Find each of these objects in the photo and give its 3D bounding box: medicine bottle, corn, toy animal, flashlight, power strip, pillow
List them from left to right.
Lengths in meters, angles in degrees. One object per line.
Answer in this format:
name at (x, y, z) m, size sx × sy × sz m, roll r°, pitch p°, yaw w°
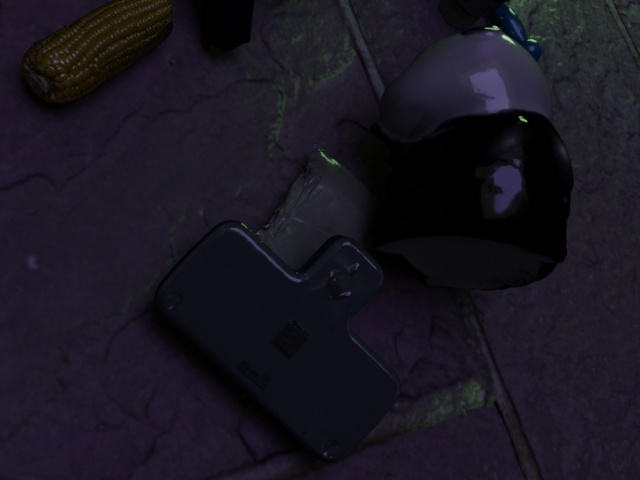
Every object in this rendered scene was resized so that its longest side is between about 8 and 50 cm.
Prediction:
corn at (-0.237, -0.216, 0.895) m, size 0.072 × 0.072 × 0.203 m, roll 47°, pitch 51°, yaw -6°
power strip at (-0.019, 0.081, 0.854) m, size 0.265 × 0.059 × 0.194 m, roll 45°, pitch 84°, yaw -8°
pillow at (0.000, 0.000, 0.962) m, size 0.148 × 0.050 × 0.230 m, roll 46°, pitch 52°, yaw -16°
toy animal at (0.193, -0.109, 1.018) m, size 0.250 × 0.251 × 0.310 m, roll 18°, pitch 67°, yaw -26°
medicine bottle at (0.246, -0.385, 1.248) m, size 0.080 × 0.130 × 0.080 m, roll 14°, pitch 61°, yaw -26°
flashlight at (0.308, -0.335, 1.320) m, size 0.051 × 0.051 × 0.129 m, roll -27°, pitch 81°, yaw -38°

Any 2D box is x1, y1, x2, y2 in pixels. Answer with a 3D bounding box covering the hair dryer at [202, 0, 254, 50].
hair dryer at (-0.221, -0.398, 0.959) m, size 0.359 × 0.304 × 0.120 m, roll 8°, pitch 22°, yaw 0°
